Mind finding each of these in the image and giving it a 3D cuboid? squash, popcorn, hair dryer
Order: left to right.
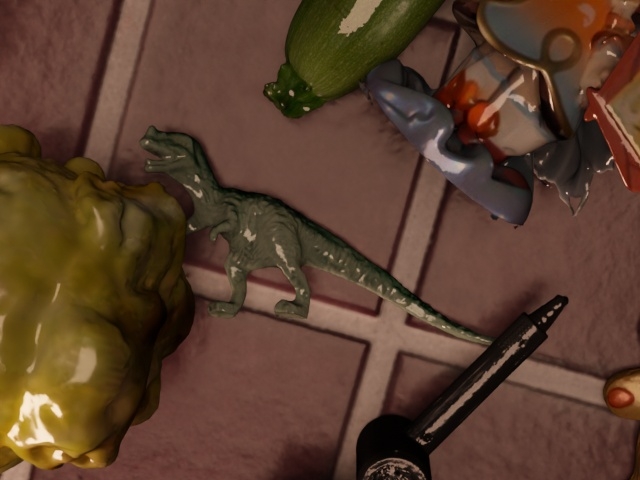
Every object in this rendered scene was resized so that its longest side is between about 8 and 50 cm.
[{"bbox_3d":[-0.271,0.067,1.022,0.312,0.312,0.312,0,95,2],"label":"popcorn"},{"bbox_3d":[0.091,-0.264,1.063,0.107,0.107,0.395,43,96,-2],"label":"squash"},{"bbox_3d":[0.127,0.141,1.075,0.070,0.128,0.255,43,99,-3],"label":"hair dryer"}]

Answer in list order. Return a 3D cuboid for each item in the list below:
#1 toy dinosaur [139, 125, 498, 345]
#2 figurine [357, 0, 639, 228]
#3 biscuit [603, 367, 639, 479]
[{"bbox_3d":[-0.023,0.042,1.105,0.383,0.076,0.129,35,75,-9],"label":"toy dinosaur"},{"bbox_3d":[0.251,-0.198,0.991,0.388,0.248,0.276,-48,65,16],"label":"figurine"},{"bbox_3d":[0.342,0.158,1.127,0.153,0.030,0.234,1,95,0],"label":"biscuit"}]
